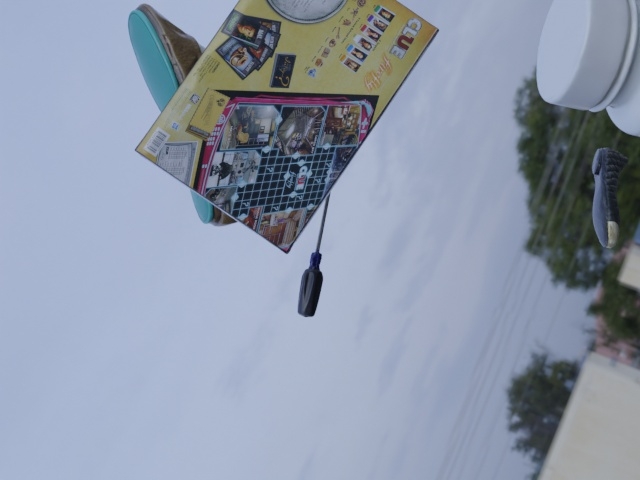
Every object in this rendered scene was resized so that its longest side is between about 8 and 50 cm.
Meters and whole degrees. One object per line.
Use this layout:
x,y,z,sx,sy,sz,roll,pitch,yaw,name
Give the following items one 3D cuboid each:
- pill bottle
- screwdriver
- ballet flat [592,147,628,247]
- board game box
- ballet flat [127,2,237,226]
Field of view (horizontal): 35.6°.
0.305,-0.145,0.822,0.131,0.229,0.131,-172,90,-81,pill bottle
0.000,0.000,1.074,0.025,0.024,0.170,52,-132,-68,screwdriver
0.399,-0.062,1.357,0.057,0.049,0.173,99,-177,-53,ballet flat
-0.029,-0.132,0.898,0.243,0.165,0.042,-55,0,-3,board game box
-0.160,-0.185,1.405,0.124,0.342,0.116,-17,-15,-26,ballet flat
